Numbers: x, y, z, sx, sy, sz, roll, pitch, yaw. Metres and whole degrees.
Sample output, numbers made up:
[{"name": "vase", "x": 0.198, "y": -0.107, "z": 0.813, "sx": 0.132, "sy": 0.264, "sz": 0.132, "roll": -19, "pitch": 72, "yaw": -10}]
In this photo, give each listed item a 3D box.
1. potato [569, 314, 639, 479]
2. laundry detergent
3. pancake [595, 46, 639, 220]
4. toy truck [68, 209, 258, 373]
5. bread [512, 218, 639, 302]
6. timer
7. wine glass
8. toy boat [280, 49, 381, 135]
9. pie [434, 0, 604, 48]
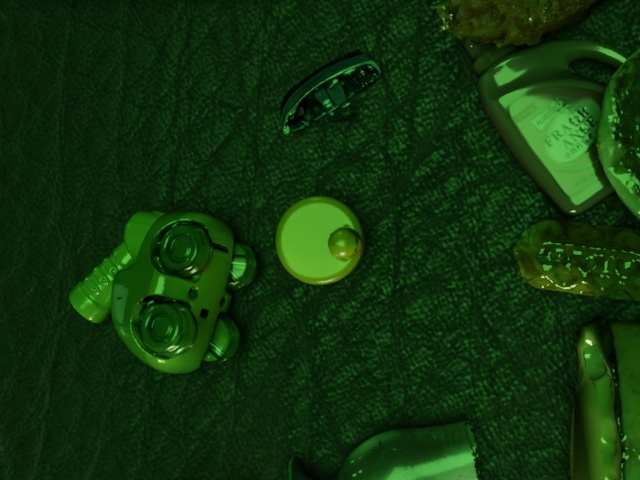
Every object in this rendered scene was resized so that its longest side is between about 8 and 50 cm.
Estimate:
[{"name": "potato", "x": 0.384, "y": 0.221, "z": 1.068, "sx": 0.242, "sy": 0.242, "sz": 0.285, "roll": 0, "pitch": 76, "yaw": 10}, {"name": "laundry detergent", "x": 0.279, "y": -0.161, "z": 1.149, "sx": 0.171, "sy": 0.076, "sz": 0.237, "roll": -33, "pitch": 83, "yaw": 4}, {"name": "pancake", "x": 0.406, "y": -0.110, "z": 1.096, "sx": 0.254, "sy": 0.037, "sz": 0.253, "roll": 1, "pitch": 85, "yaw": -17}, {"name": "toy truck", "x": -0.187, "y": 0.044, "z": 1.209, "sx": 0.210, "sy": 0.148, "sz": 0.187, "roll": 30, "pitch": 94, "yaw": 30}, {"name": "bread", "x": 0.399, "y": 0.034, "z": 1.126, "sx": 0.367, "sy": 0.077, "sz": 0.084, "roll": 8, "pitch": 93, "yaw": 11}, {"name": "timer", "x": 0.000, "y": 0.000, "z": 1.181, "sx": 0.107, "sy": 0.109, "sz": 0.107, "roll": 0, "pitch": 90, "yaw": 11}, {"name": "wine glass", "x": 0.075, "y": 0.274, "z": 1.174, "sx": 0.222, "sy": 0.103, "sz": 0.103, "roll": -17, "pitch": 88, "yaw": 11}, {"name": "toy boat", "x": 0.011, "y": -0.170, "z": 1.202, "sx": 0.137, "sy": 0.060, "sz": 0.061, "roll": -28, "pitch": 64, "yaw": 6}, {"name": "pie", "x": 0.258, "y": -0.352, "z": 1.051, "sx": 0.355, "sy": 0.288, "sz": 0.103, "roll": -29, "pitch": 48, "yaw": -7}]
